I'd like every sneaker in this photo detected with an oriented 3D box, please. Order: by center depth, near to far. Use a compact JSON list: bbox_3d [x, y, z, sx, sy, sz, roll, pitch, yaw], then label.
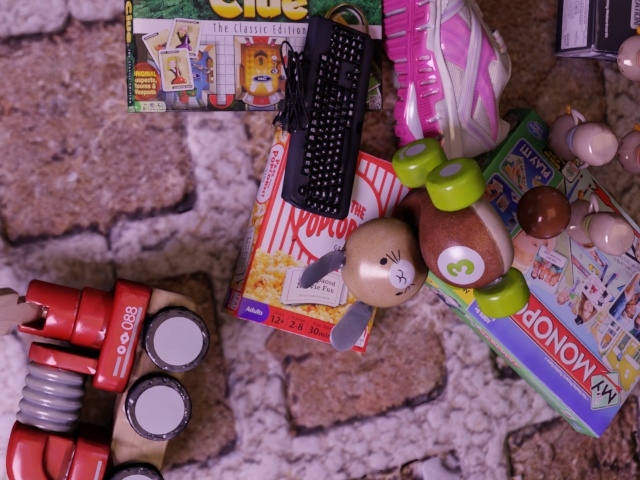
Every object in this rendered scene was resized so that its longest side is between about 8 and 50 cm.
[{"bbox_3d":[0.131,-0.195,1.143,0.111,0.103,0.252,-15,106,-27],"label":"sneaker"}]

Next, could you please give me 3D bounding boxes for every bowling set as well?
[{"bbox_3d":[0.284,-0.071,1.160,0.200,0.154,0.287,-9,101,-5],"label":"bowling set"}]

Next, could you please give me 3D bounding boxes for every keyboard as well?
[{"bbox_3d":[0.004,-0.121,1.071,0.100,0.038,0.192,13,78,-26],"label":"keyboard"}]

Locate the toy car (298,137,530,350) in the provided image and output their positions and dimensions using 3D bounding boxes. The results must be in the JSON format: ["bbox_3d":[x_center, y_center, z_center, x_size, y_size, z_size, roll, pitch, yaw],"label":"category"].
[{"bbox_3d":[0.075,0.022,1.063,0.188,0.149,0.155,-31,117,-9],"label":"toy car"}]

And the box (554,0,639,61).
[{"bbox_3d":[0.386,-0.348,1.252,0.243,0.076,0.307,2,93,-25],"label":"box"}]

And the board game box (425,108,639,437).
[{"bbox_3d":[0.260,0.040,1.241,0.317,0.046,0.213,43,76,-21],"label":"board game box"}]

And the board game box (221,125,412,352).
[{"bbox_3d":[0.000,0.000,1.120,0.147,0.045,0.193,17,86,-25],"label":"board game box"}]

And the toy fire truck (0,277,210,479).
[{"bbox_3d":[-0.238,0.129,0.978,0.246,0.158,0.217,15,88,-13],"label":"toy fire truck"}]

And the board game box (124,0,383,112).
[{"bbox_3d":[-0.060,-0.192,1.089,0.260,0.030,0.136,-4,94,-24],"label":"board game box"}]
